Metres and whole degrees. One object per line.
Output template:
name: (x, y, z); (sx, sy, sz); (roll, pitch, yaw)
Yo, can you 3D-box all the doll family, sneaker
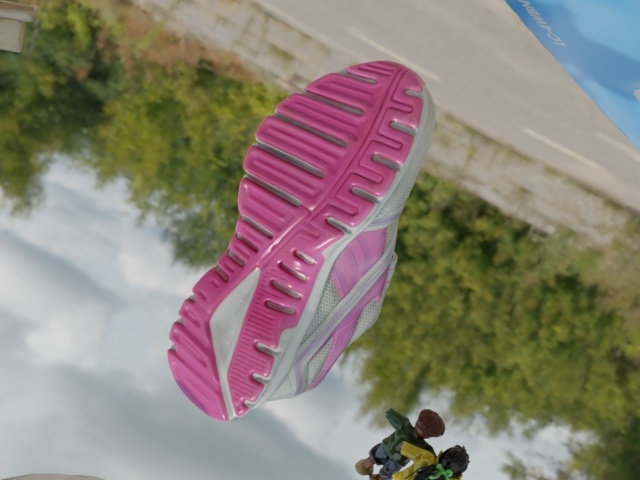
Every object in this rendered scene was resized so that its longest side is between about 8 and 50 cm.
doll family: (0.116, 0.230, 0.984); (0.193, 0.111, 0.076); (45, -153, 0)
sneaker: (0.000, 0.000, 0.746); (0.103, 0.252, 0.111); (39, -165, 29)

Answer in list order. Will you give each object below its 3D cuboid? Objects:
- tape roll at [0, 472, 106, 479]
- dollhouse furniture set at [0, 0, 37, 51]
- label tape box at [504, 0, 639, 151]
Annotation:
tape roll: (-0.182, 0.303, 0.750); (0.286, 0.286, 0.100); (29, -166, 3)
dollhouse furniture set: (-0.343, -0.216, 0.660); (0.356, 0.173, 0.303); (7, -169, -14)
label tape box: (0.266, -0.056, 0.384); (0.348, 0.115, 0.249); (20, 170, 45)
